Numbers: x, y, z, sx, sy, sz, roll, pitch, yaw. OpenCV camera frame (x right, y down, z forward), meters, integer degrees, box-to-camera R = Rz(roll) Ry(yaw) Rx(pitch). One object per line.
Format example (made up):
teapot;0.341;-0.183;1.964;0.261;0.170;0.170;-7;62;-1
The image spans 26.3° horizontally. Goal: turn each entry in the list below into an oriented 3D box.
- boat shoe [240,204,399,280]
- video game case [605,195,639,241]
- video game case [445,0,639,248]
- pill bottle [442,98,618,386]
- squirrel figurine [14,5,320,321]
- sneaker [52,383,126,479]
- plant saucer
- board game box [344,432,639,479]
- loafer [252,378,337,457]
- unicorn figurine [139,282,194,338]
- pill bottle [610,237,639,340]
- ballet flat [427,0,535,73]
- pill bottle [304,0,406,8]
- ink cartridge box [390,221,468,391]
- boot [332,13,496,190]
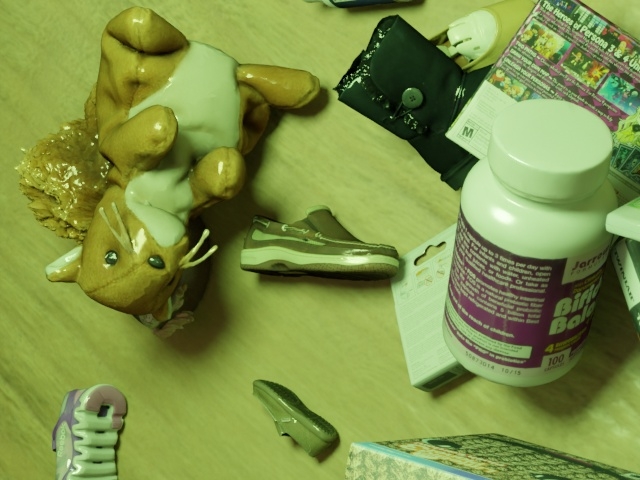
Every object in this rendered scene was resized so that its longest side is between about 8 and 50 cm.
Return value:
boat shoe;-0.005;-0.001;1.803;0.257;0.095;0.095;2;81;39
video game case;0.429;-0.028;1.387;0.193;0.212;0.023;22;125;40
video game case;0.293;-0.139;1.541;0.232;0.042;0.210;34;110;3
pill bottle;0.229;0.003;1.488;0.169;0.169;0.301;40;144;34
squirrel figurine;-0.243;-0.080;1.870;0.397;0.281;0.370;-2;72;55
sneaker;-0.364;0.326;2.063;0.104;0.095;0.236;7;86;45
plant saucer;-0.244;0.032;2.024;0.198;0.036;0.199;-4;84;39
board game box;0.196;0.308;1.487;0.232;0.291;0.141;11;93;38
loafer;-0.043;0.237;1.832;0.148;0.056;0.050;36;101;35
unicorn figurine;-0.253;0.072;1.965;0.111;0.060;0.162;-43;59;23
pill bottle;0.404;0.103;1.443;0.130;0.130;0.246;-28;69;33
ballet flat;0.163;-0.232;1.701;0.232;0.073;0.080;-31;65;32
pill bottle;0.048;-0.353;1.790;0.169;0.094;0.094;2;87;39
ink cartridge box;0.160;0.080;1.708;0.145;0.045;0.179;-34;48;32
boot;0.158;-0.199;1.626;0.207;0.094;0.246;39;122;-10
